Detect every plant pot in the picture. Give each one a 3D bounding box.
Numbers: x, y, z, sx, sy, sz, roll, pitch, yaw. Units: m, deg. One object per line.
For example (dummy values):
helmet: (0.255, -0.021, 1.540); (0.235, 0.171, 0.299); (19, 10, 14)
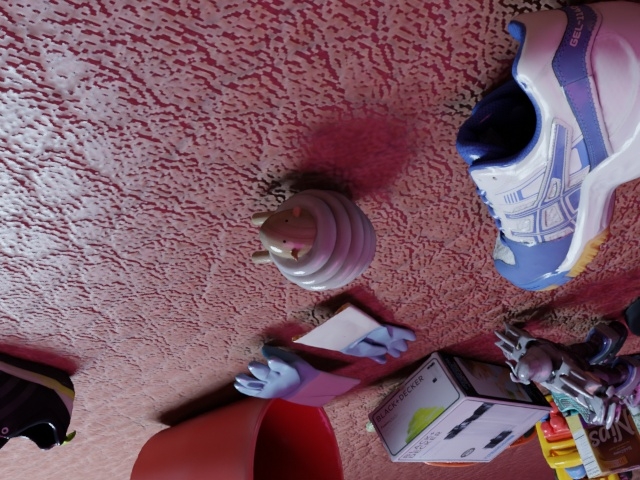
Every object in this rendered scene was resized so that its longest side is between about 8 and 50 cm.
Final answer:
plant pot: (-0.129, 0.368, 0.944); (0.243, 0.274, 0.275); (-15, 152, 24)

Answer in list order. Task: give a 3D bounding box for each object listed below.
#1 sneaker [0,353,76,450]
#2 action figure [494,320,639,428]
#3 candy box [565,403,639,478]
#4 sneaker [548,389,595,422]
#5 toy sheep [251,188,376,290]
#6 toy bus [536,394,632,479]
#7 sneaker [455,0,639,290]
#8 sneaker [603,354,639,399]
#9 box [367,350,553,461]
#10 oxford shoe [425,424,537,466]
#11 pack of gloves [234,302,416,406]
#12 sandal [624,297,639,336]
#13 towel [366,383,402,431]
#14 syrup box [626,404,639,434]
sneaker: (-0.353, 0.175, 0.666); (0.084, 0.097, 0.235); (-29, 147, 25)
action figure: (0.360, 0.182, 0.891); (0.285, 0.185, 0.099); (5, 121, -36)
candy box: (0.536, 0.348, 1.214); (0.109, 0.186, 0.053); (-7, 150, -11)
sneaker: (0.407, 0.253, 1.057); (0.065, 0.076, 0.166); (13, 180, -23)
toy sheep: (0.000, 0.000, 0.519); (0.091, 0.091, 0.132); (-32, 159, 31)
toy bus: (0.520, 0.415, 1.304); (0.150, 0.220, 0.211); (-26, 142, 31)
sneaker: (0.162, -0.061, 0.481); (0.131, 0.111, 0.296); (7, 148, 2)
sneaker: (0.552, 0.265, 1.187); (0.188, 0.078, 0.067); (-9, 150, -6)
box: (0.237, 0.284, 1.048); (0.290, 0.087, 0.169); (21, 119, -43)
oxford shoe: (0.340, 0.446, 1.405); (0.272, 0.096, 0.098); (-10, 156, -5)
pack of gloves: (0.007, 0.144, 0.828); (0.195, 0.046, 0.232); (-36, 147, 16)
sandal: (0.518, 0.081, 0.882); (0.097, 0.054, 0.254); (-3, 149, -15)
towel: (0.151, 0.294, 1.114); (0.110, 0.027, 0.148); (6, 134, -27)
syrup box: (0.685, 0.359, 1.239); (0.096, 0.236, 0.093); (2, 146, -24)
